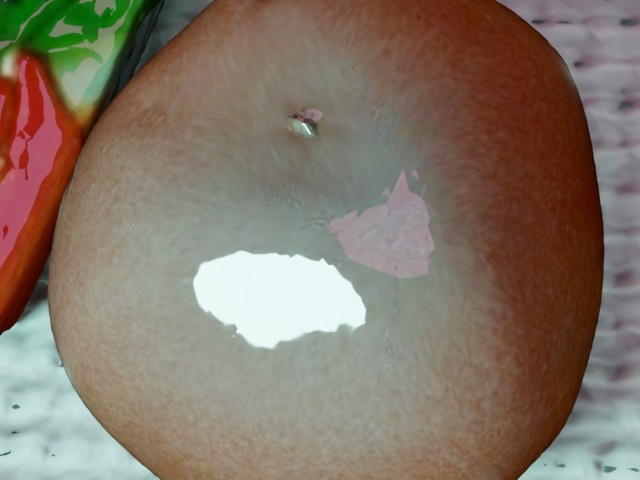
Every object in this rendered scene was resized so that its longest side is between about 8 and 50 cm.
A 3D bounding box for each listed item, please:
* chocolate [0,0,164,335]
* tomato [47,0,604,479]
[{"bbox_3d":[-0.293,-0.142,1.122,0.360,0.161,0.341,22,80,6],"label":"chocolate"},{"bbox_3d":[0.000,0.000,0.991,0.341,0.273,0.341,-1,77,6],"label":"tomato"}]
